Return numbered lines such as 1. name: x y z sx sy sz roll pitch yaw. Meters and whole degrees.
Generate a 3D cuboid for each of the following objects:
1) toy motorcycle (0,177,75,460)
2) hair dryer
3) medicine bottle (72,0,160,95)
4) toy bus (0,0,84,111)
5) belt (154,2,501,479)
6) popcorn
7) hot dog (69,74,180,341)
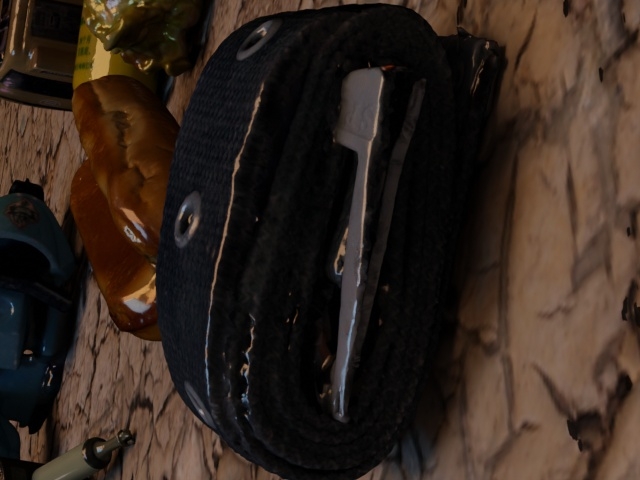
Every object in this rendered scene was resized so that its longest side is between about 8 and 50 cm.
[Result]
1. toy motorcycle: -0.352 0.119 1.453 0.232 0.172 0.416 142 141 -71
2. hair dryer: -0.215 0.203 1.214 0.198 0.100 0.057 -31 55 41
3. medicine bottle: -0.164 -0.266 1.229 0.111 0.076 0.308 -176 94 -69
4. toy bus: -0.241 -0.274 1.352 0.157 0.140 0.289 -179 98 -69
5. belt: 0.000 0.000 0.624 0.128 0.122 0.218 -156 76 -66
6. popcorn: -0.145 -0.183 1.120 0.109 0.097 0.089 180 100 -84
7. hot dog: -0.117 -0.027 0.987 0.337 0.100 0.135 -132 45 -65
